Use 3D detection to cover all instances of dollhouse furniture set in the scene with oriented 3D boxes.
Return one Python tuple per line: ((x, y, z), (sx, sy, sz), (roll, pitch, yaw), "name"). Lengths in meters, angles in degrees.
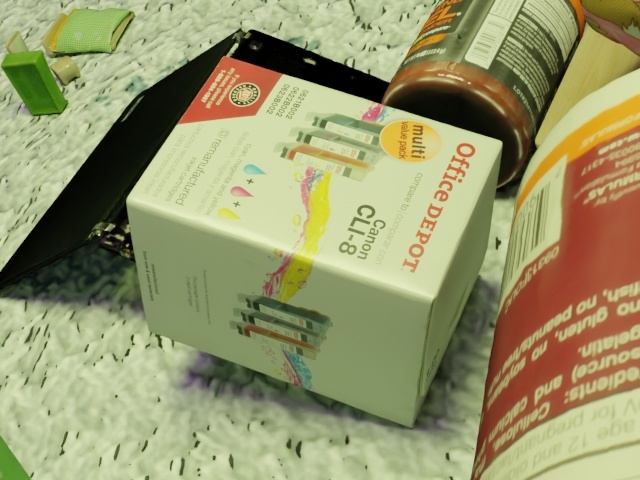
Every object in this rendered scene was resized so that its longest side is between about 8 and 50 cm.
((-0.235, -0.183, 1.064), (0.076, 0.058, 0.151), (-1, 45, 22), "dollhouse furniture set")

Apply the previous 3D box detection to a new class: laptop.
((-0.075, -0.031, 0.865), (0.264, 0.136, 0.234), (23, 54, 8), "laptop")

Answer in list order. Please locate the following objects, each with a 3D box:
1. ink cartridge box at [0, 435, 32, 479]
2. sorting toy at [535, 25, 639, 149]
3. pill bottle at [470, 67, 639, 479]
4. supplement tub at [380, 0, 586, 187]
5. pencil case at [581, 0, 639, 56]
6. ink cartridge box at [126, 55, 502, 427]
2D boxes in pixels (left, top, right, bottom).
((-0.149, 0.201, 0.493), (0.093, 0.212, 0.154), (-9, 41, 9), "ink cartridge box")
((0.229, -0.093, 0.774), (0.132, 0.046, 0.274), (7, 49, 29), "sorting toy")
((0.163, 0.125, 0.430), (0.224, 0.224, 0.392), (-3, 44, 20), "pill bottle")
((0.122, -0.133, 0.820), (0.106, 0.106, 0.198), (6, 47, 29), "supplement tub")
((0.320, -0.102, 0.617), (0.167, 0.160, 0.386), (-11, 40, -41), "pencil case")
((0.000, 0.000, 0.677), (0.176, 0.127, 0.128), (18, 52, 12), "ink cartridge box")
